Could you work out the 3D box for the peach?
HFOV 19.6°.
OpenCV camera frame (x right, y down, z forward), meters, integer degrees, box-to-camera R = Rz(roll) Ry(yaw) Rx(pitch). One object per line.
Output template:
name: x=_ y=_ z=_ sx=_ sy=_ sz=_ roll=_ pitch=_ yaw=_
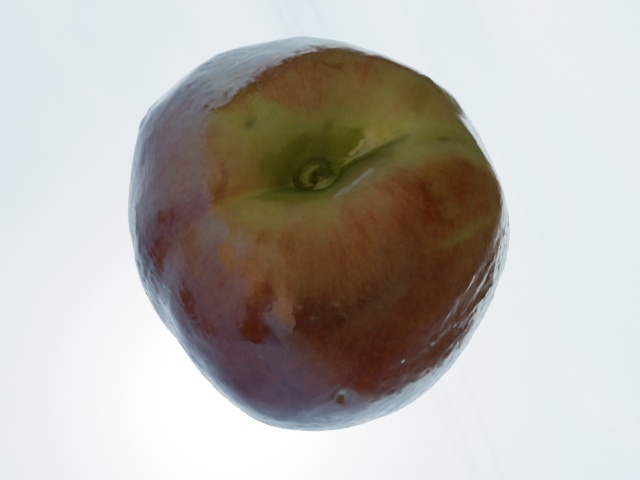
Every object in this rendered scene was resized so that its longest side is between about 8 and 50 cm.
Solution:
peach: x=0.000 y=0.000 z=1.105 sx=0.257 sy=0.232 sz=0.232 roll=93 pitch=166 yaw=-67
